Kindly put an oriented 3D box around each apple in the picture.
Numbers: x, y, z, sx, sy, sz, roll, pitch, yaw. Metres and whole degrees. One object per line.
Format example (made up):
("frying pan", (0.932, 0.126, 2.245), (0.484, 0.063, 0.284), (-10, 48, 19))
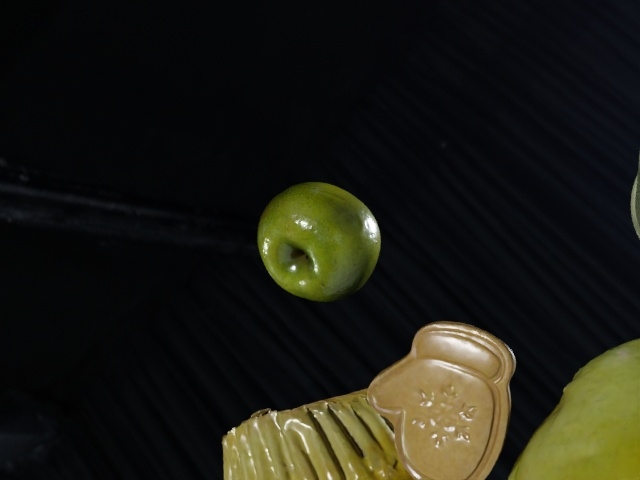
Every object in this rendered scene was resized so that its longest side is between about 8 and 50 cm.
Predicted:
("apple", (0.000, 0.000, 1.776), (0.157, 0.196, 0.196), (-41, -21, -41))

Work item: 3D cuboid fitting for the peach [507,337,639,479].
("peach", (0.306, 0.248, 0.924), (0.316, 0.314, 0.281), (-28, -27, -30))

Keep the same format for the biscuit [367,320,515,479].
("biscuit", (0.091, 0.130, 0.886), (0.023, 0.118, 0.140), (-25, -61, -63))

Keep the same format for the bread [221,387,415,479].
("bread", (0.018, 0.225, 1.078), (0.240, 0.139, 0.240), (-19, -18, -7))

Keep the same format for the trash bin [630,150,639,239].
("trash bin", (0.363, -0.043, 0.869), (0.247, 0.243, 0.121), (24, -112, -71))
